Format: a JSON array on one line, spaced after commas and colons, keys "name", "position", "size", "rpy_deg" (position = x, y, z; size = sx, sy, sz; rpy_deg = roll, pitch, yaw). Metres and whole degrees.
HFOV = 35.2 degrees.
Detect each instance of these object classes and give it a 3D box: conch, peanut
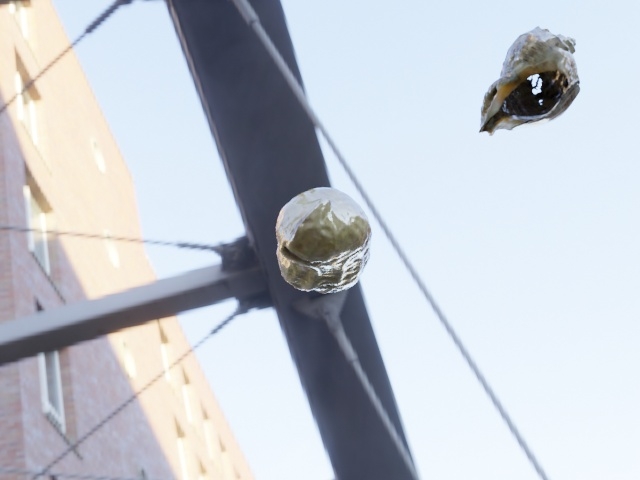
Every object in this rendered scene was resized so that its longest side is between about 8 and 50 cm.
[{"name": "conch", "position": [0.325, -0.239, 1.551], "size": [0.207, 0.155, 0.130], "rpy_deg": [-42, -73, -6]}, {"name": "peanut", "position": [0.005, -0.003, 1.791], "size": [0.174, 0.158, 0.340], "rpy_deg": [-8, -22, -5]}]
